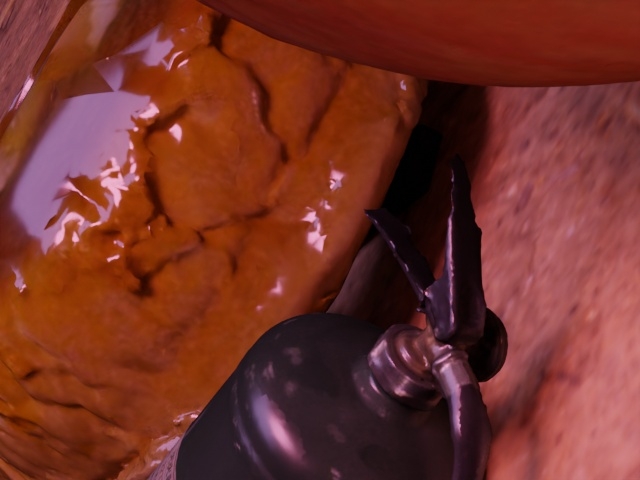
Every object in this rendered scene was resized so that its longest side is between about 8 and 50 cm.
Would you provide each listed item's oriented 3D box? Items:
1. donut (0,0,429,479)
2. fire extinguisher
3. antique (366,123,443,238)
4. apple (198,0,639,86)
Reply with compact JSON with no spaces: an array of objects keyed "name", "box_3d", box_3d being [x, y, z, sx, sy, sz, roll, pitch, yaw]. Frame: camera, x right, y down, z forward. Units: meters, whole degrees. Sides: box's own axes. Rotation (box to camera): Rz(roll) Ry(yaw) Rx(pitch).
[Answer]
[{"name":"donut","box_3d":[-0.079,-0.033,0.785,0.330,0.160,0.330,-45,15,16]},{"name":"fire extinguisher","box_3d":[-0.015,0.100,0.611,0.294,0.093,0.118,-52,48,35]},{"name":"antique","box_3d":[0.000,0.000,0.813,0.192,0.015,0.031,-40,30,54]},{"name":"apple","box_3d":[0.046,-0.229,0.446,0.391,0.347,0.391,-53,24,37]}]
